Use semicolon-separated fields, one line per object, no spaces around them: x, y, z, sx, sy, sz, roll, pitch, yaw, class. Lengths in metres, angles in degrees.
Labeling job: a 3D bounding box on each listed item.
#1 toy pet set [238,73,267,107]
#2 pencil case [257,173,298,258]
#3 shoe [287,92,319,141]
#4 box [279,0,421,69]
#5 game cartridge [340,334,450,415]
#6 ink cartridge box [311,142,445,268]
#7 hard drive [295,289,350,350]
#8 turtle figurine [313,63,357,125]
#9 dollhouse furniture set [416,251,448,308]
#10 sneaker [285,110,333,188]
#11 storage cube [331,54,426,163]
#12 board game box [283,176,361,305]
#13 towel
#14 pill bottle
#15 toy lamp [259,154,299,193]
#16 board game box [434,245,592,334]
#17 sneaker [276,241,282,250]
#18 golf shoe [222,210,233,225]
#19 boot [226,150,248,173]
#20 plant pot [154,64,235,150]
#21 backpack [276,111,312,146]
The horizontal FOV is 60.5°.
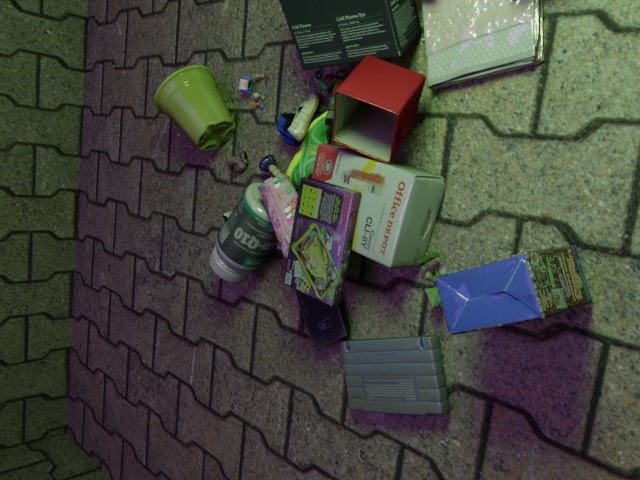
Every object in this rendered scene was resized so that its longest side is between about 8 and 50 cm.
-0.255;-0.585;2.119;0.114;0.065;0.122;13;106;7;toy pet set
-0.109;-0.073;1.818;0.124;0.124;0.284;-26;81;41;pencil case
-0.055;-0.427;1.841;0.076;0.058;0.219;-46;21;53;shoe
0.074;-0.688;1.567;0.343;0.179;0.313;5;133;34;box
0.220;0.413;1.680;0.355;0.068;0.230;-13;86;43;game cartridge
0.147;-0.113;1.659;0.384;0.160;0.280;26;110;40;ink cartridge box
0.008;0.229;1.879;0.172;0.054;0.255;-35;68;39;hard drive
0.068;-0.481;1.761;0.175;0.118;0.234;-1;76;3;turtle figurine
0.330;0.113;1.549;0.058;0.076;0.152;-33;68;40;dollhouse furniture set
-0.008;-0.303;1.863;0.123;0.109;0.296;31;110;8;sneaker
0.163;-0.368;1.540;0.214;0.193;0.184;25;146;16;storage cube
0.000;0.000;1.655;0.208;0.056;0.347;23;109;40;board game box
0.418;-0.591;1.459;0.331;0.053;0.317;-4;89;43;towel
-0.260;-0.021;2.027;0.361;0.204;0.204;-53;58;32;pill bottle
-0.125;-0.203;1.978;0.275;0.080;0.080;47;122;33;toy lamp
0.452;0.113;1.282;0.232;0.290;0.141;-21;78;43;board game box
-0.064;-0.017;1.929;0.225;0.088;0.093;-22;72;33;sneaker
-0.361;-0.030;2.206;0.069;0.086;0.176;-10;86;42;golf shoe
-0.329;-0.329;2.200;0.087;0.042;0.119;-41;65;30;boot
-0.482;-0.511;2.210;0.276;0.276;0.254;-44;74;35;plant pot
-0.099;-0.393;1.932;0.120;0.097;0.101;42;123;34;backpack
